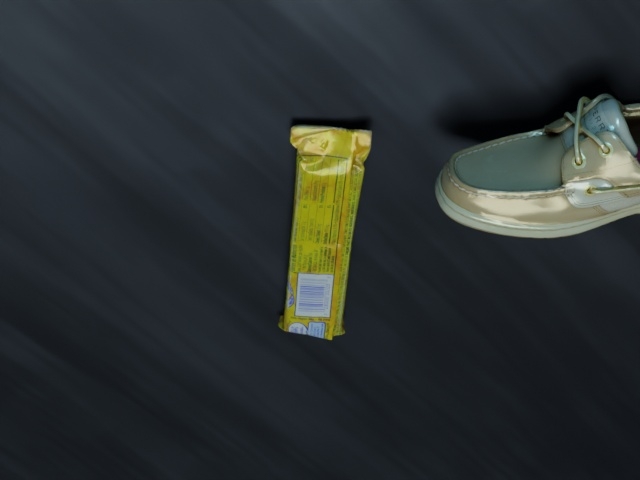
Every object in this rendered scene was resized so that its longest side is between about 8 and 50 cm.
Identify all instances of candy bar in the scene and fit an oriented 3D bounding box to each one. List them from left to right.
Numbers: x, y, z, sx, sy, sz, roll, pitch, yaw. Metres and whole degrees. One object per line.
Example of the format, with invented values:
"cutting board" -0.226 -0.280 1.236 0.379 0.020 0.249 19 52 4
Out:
"candy bar" 0.000 0.000 0.969 0.040 0.018 0.161 5 138 -1

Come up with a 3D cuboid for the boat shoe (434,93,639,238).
"boat shoe" 0.140 -0.044 0.895 0.170 0.063 0.059 -6 136 -8
